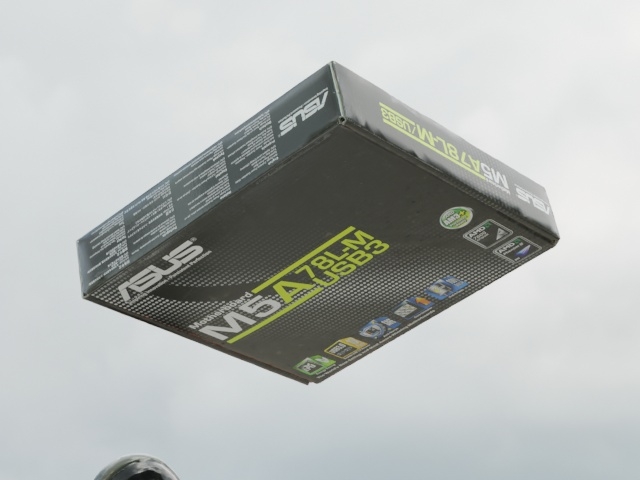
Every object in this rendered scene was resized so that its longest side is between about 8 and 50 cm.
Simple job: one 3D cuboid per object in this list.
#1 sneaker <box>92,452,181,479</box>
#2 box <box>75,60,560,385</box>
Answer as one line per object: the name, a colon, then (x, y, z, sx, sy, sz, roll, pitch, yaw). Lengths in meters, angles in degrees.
sneaker: (-0.076, 0.240, 1.036, 0.087, 0.227, 0.130, -11, 12, -36)
box: (0.000, 0.000, 0.945, 0.191, 0.045, 0.184, -32, -36, 29)
